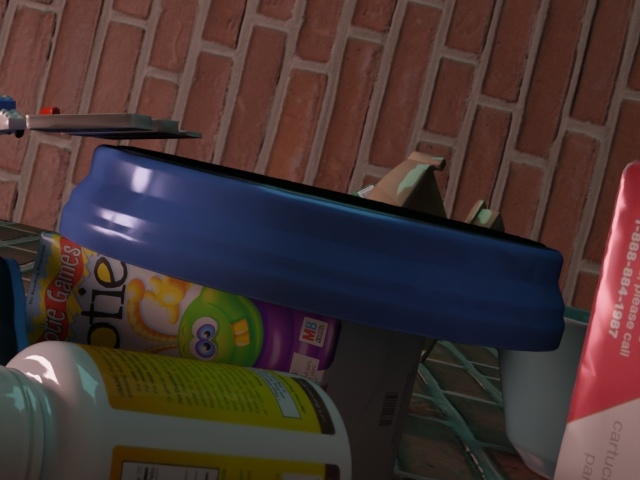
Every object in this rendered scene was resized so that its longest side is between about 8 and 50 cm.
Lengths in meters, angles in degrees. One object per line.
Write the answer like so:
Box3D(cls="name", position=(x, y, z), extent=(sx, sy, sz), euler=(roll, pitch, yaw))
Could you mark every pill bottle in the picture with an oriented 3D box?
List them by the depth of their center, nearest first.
Box3D(cls="pill bottle", position=(-0.097, 0.116, 0.749), extent=(0.215, 0.117, 0.117), euler=(13, 2, -38))

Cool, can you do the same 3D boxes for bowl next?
Box3D(cls="bowl", position=(0.000, 0.000, 1.113), extent=(0.391, 0.077, 0.391), euler=(13, 3, -1))
Box3D(cls="bowl", position=(0.307, 0.167, 1.437), extent=(0.311, 0.163, 0.311), euler=(13, 2, 0))

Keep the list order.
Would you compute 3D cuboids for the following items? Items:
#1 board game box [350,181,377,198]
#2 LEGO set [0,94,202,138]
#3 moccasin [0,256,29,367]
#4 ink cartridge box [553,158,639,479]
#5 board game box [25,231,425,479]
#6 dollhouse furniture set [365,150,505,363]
Box3D(cls="board game box", position=(0.016, 0.047, 1.687), extent=(0.030, 0.136, 0.260), euler=(56, -17, 32))
Box3D(cls="LEGO set", position=(-0.227, -0.097, 1.070), extent=(0.244, 0.060, 0.182), euler=(-1, 1, 11))
Box3D(cls="moccasin", position=(-0.256, 0.064, 0.938), extent=(0.117, 0.138, 0.342), euler=(8, 2, -16))
Box3D(cls="ink cartridge box", position=(0.302, 0.131, 0.654), extent=(0.160, 0.279, 0.384), euler=(11, 3, -41))
Box3D(cls="board game box", position=(-0.082, 0.094, 1.107), extent=(0.275, 0.144, 0.142), euler=(14, 2, 31))
Box3D(cls="dollhouse furniture set", position=(0.023, -0.009, 1.560), extent=(0.174, 0.355, 0.303), euler=(16, -36, 31))
